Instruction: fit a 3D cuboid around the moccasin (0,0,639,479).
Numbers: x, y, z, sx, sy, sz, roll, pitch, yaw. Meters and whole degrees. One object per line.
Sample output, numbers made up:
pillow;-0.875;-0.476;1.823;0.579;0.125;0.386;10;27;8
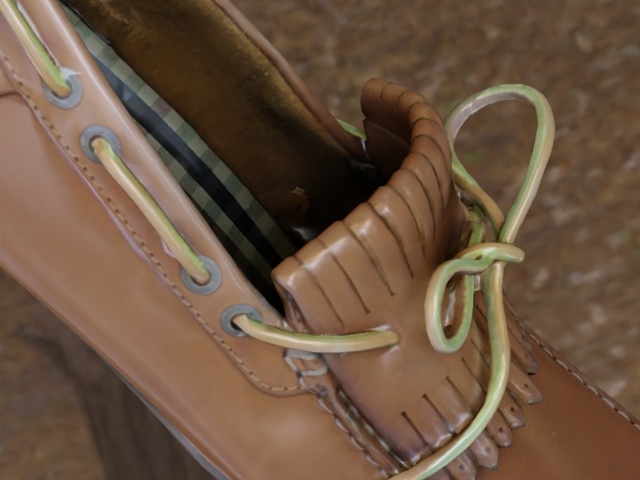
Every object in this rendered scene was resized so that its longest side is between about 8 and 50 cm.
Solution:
moccasin;0.001;-0.002;0.634;0.147;0.380;0.139;-38;-166;35
